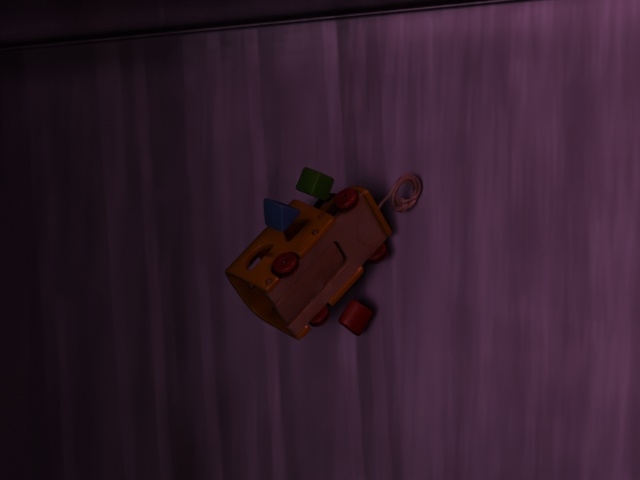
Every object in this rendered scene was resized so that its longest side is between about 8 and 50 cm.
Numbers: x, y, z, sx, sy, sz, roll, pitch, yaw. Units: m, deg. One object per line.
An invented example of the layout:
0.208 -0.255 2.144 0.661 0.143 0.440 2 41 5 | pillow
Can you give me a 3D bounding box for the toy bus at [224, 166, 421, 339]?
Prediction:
-0.010 0.005 1.628 0.104 0.202 0.191 25 109 44 | toy bus
